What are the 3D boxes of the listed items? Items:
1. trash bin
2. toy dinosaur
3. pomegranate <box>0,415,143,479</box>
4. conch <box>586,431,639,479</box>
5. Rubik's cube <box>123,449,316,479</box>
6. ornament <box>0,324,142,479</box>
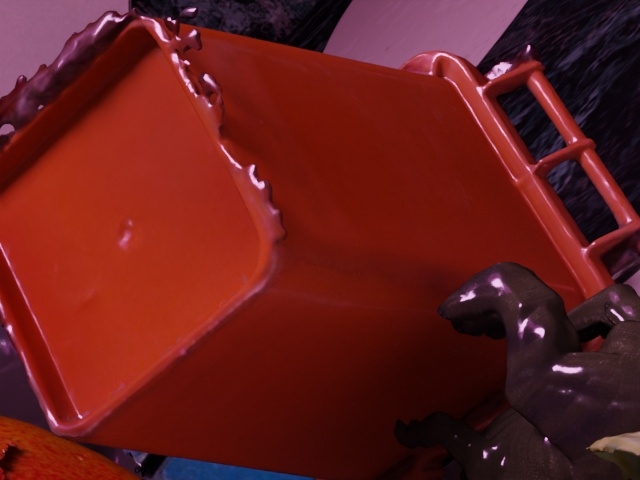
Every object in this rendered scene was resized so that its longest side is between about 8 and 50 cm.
[{"bbox_3d":[0.000,0.000,0.620,0.184,0.161,0.238,-39,-26,21],"label":"trash bin"},{"bbox_3d":[0.095,0.097,0.523,0.187,0.087,0.179,-58,42,30],"label":"toy dinosaur"},{"bbox_3d":[-0.144,0.171,0.658,0.210,0.210,0.235,-46,14,2],"label":"pomegranate"},{"bbox_3d":[0.106,0.082,0.368,0.170,0.079,0.106,-12,59,54],"label":"conch"},{"bbox_3d":[-0.036,0.093,0.887,0.250,0.284,0.234,-25,-23,-27],"label":"Rubik's cube"},{"bbox_3d":[-0.240,0.112,1.064,0.240,0.239,0.240,-50,8,33],"label":"ornament"}]
